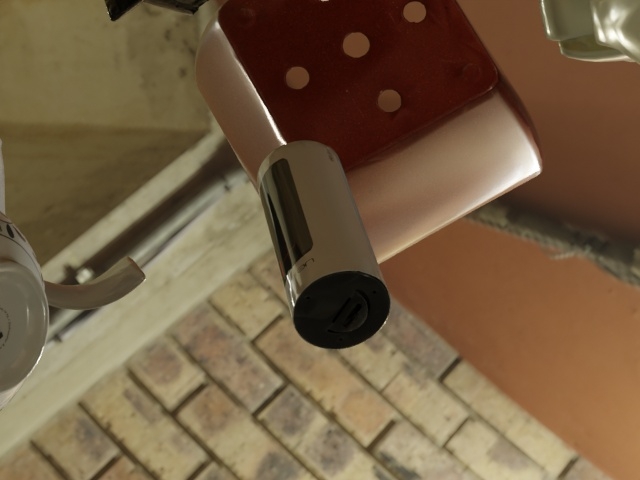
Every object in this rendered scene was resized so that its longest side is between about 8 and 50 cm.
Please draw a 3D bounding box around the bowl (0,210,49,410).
[{"bbox_3d":[-0.207,0.044,0.700,0.080,0.170,0.170,7,-48,29],"label":"bowl"}]

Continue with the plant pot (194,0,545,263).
[{"bbox_3d":[0.037,-0.141,1.135,0.267,0.267,0.236,61,0,11],"label":"plant pot"}]

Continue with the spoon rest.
[{"bbox_3d":[-0.269,-0.034,1.020,0.276,0.084,0.137,45,-5,-25],"label":"spoon rest"}]

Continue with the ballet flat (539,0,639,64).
[{"bbox_3d":[0.230,-0.164,0.732,0.164,0.182,0.483,65,-5,-16],"label":"ballet flat"}]

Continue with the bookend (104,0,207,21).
[{"bbox_3d":[-0.059,-0.218,0.914,0.157,0.156,0.072,-29,-108,30],"label":"bookend"}]

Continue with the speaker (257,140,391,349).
[{"bbox_3d":[0.000,0.000,0.706,0.136,0.055,0.055,-107,-179,-53],"label":"speaker"}]
